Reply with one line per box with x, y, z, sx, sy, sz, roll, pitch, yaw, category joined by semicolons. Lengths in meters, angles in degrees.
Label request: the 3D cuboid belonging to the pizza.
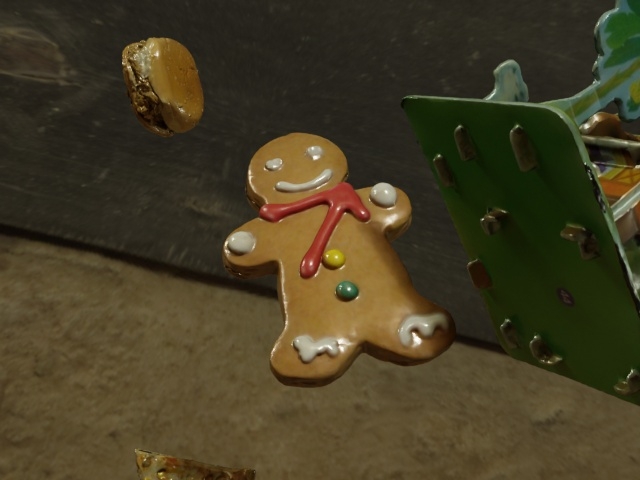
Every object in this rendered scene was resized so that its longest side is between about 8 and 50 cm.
-0.168;0.327;1.261;0.184;0.036;0.176;-36;93;-38;pizza

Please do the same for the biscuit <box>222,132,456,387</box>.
0.000;0.000;1.037;0.216;0.047;0.340;-12;52;-4;biscuit

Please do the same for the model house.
0.295;-0.075;0.960;0.313;0.242;0.358;-38;115;-23;model house

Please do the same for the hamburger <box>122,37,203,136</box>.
-0.220;-0.217;1.369;0.083;0.147;0.138;-11;92;15;hamburger
